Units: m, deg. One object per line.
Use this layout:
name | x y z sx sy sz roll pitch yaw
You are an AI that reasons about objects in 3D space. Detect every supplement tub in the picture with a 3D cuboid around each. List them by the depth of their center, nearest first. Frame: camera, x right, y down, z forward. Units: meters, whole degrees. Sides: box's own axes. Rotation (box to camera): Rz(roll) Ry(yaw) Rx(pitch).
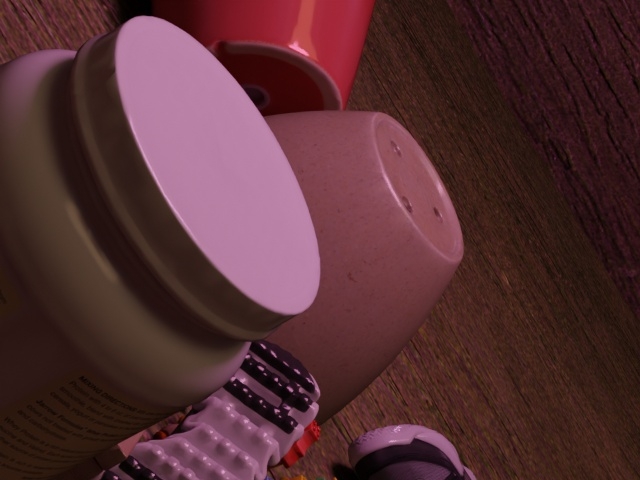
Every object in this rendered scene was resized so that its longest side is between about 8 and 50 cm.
supplement tub | -0.188 0.028 0.982 0.235 0.325 0.235 49 23 -30

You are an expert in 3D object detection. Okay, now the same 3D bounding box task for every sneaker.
sneaker | -0.106 0.194 1.220 0.110 0.118 0.292 41 40 6
sneaker | 0.127 0.305 1.677 0.268 0.101 0.153 45 23 -42

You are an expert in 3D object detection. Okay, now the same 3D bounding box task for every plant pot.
plant pot | -0.067 -0.235 1.742 0.275 0.275 0.243 43 37 -39

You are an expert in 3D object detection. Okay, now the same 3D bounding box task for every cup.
cup | 0.000 0.000 1.593 0.331 0.237 0.331 48 24 -30

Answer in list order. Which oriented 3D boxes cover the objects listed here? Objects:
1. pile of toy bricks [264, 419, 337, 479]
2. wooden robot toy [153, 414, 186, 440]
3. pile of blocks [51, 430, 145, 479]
pile of toy bricks | -0.014 0.248 1.399 0.118 0.105 0.212 60 17 -28
wooden robot toy | -0.107 0.167 1.367 0.079 0.076 0.173 25 39 -40
pile of blocks | -0.143 0.065 1.244 0.113 0.149 0.362 57 42 -8
